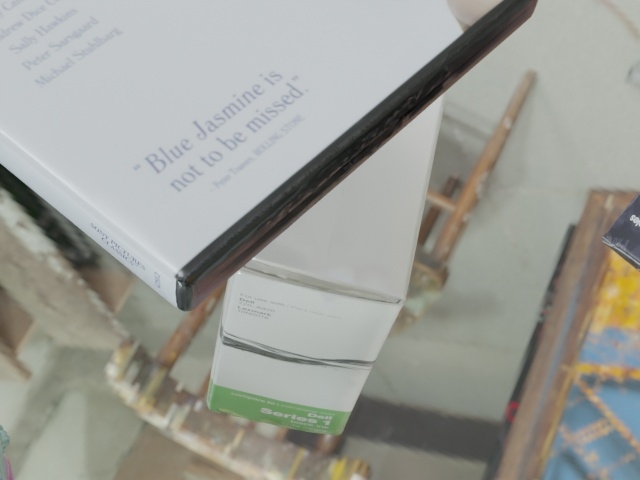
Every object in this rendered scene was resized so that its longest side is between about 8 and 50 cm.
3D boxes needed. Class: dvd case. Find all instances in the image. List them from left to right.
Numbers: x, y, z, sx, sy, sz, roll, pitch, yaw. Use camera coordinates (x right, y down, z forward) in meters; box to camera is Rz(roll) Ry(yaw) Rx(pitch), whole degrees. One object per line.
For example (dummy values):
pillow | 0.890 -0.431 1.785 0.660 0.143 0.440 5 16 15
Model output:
dvd case | -0.074 -0.105 0.517 0.253 0.180 0.022 37 152 22

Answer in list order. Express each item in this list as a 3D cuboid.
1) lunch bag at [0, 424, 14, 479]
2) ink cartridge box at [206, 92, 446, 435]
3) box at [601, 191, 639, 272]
lunch bag | -0.313 0.175 0.837 0.224 0.107 0.279 -10 175 9
ink cartridge box | 0.000 0.000 0.827 0.093 0.160 0.219 14 155 -3
box | 0.187 0.048 0.531 0.162 0.029 0.116 31 -173 -40
